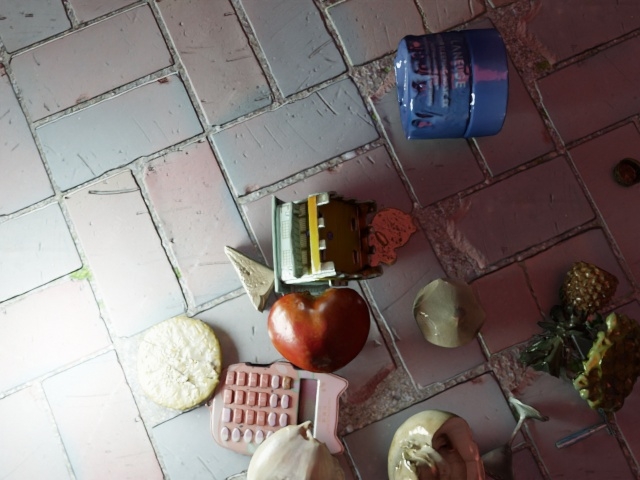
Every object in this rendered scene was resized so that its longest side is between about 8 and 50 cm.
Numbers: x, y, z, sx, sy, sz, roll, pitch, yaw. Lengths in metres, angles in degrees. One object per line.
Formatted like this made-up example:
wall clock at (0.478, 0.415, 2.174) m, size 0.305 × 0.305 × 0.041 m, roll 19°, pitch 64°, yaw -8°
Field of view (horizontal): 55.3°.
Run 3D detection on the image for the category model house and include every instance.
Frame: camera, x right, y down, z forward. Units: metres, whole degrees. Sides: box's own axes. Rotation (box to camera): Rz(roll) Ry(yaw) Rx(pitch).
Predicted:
model house at (0.000, 0.000, 1.388) m, size 0.215 × 0.198 × 0.224 m, roll -11°, pitch 80°, yaw 37°

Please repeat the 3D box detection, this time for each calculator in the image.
calculator at (-0.103, 0.391, 1.417) m, size 0.330 × 0.048 × 0.220 m, roll 5°, pitch 82°, yaw 3°

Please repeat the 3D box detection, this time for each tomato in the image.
tomato at (0.003, 0.214, 1.354) m, size 0.233 × 0.200 × 0.139 m, roll -11°, pitch 39°, yaw 0°

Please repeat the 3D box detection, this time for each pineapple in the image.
pineapple at (0.561, 0.183, 1.397) m, size 0.130 × 0.119 × 0.277 m, roll 28°, pitch 91°, yaw -11°

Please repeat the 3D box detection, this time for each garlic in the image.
garlic at (-0.055, 0.520, 1.334) m, size 0.217 × 0.110 × 0.227 m, roll -4°, pitch 103°, yaw 8°

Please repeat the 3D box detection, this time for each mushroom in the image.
mushroom at (0.223, 0.499, 1.319) m, size 0.195 × 0.189 × 0.253 m, roll 3°, pitch 75°, yaw -36°

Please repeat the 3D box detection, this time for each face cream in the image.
face cream at (0.297, -0.360, 1.429) m, size 0.225 × 0.249 × 0.248 m, roll -6°, pitch 81°, yaw 2°

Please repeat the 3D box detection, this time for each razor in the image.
razor at (0.608, 0.449, 1.411) m, size 0.135 × 0.040 × 0.068 m, roll -26°, pitch 81°, yaw 1°

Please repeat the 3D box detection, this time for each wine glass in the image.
wine glass at (0.428, 0.456, 1.375) m, size 0.122 × 0.122 × 0.183 m, roll 34°, pitch 78°, yaw 5°

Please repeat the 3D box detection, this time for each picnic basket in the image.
picnic basket at (0.755, -0.169, 1.481) m, size 0.072 × 0.083 × 0.072 m, roll 0°, pitch 81°, yaw -1°

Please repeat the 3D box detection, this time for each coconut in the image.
coconut at (0.291, 0.163, 1.390) m, size 0.161 × 0.162 × 0.161 m, roll 0°, pitch 81°, yaw -1°

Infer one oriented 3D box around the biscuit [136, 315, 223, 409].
biscuit at (-0.330, 0.284, 1.430) m, size 0.220 × 0.033 × 0.219 m, roll -1°, pitch 78°, yaw 5°

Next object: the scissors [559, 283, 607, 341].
scissors at (0.650, 0.187, 1.454) m, size 0.101 × 0.027 × 0.204 m, roll -21°, pitch 80°, yaw 1°

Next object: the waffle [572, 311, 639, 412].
waffle at (0.668, 0.284, 1.374) m, size 0.204 × 0.054 × 0.223 m, roll 31°, pitch 88°, yaw -35°

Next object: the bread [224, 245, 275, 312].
bread at (-0.179, 0.091, 1.447) m, size 0.152 × 0.077 × 0.105 m, roll 28°, pitch 83°, yaw 7°

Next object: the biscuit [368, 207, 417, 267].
biscuit at (0.142, -0.007, 1.486) m, size 0.133 × 0.027 × 0.184 m, roll 35°, pitch 81°, yaw 6°
